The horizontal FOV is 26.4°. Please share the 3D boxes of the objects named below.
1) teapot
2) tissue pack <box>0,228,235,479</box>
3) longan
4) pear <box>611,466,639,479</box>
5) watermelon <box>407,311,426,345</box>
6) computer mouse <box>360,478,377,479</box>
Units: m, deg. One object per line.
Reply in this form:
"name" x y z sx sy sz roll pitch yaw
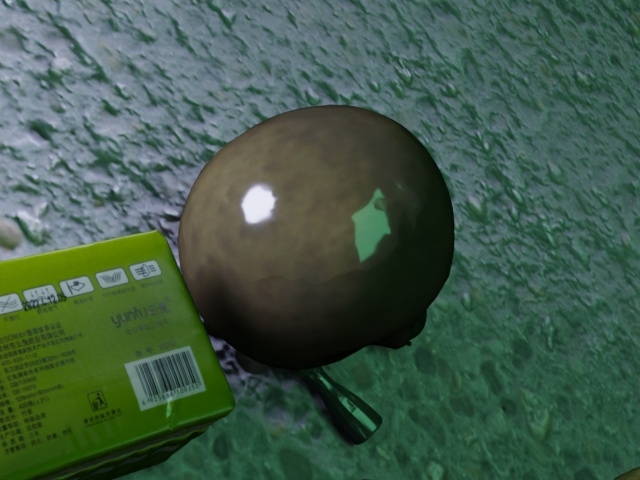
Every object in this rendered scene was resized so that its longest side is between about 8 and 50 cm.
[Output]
"teapot" 0.018 0.175 1.518 0.111 0.043 0.043 46 45 -5
"tissue pack" -0.251 0.125 1.233 0.274 0.167 0.200 -14 73 -42
"longan" 0.000 -0.004 1.429 0.297 0.297 0.297 20 54 -30
"pear" 0.437 0.398 1.562 0.309 0.309 0.309 20 54 -30
"watermelon" 0.083 0.073 1.606 0.078 0.078 0.111 -22 85 -45
"computer mouse" 0.072 0.312 1.460 0.135 0.079 0.047 59 30 0
